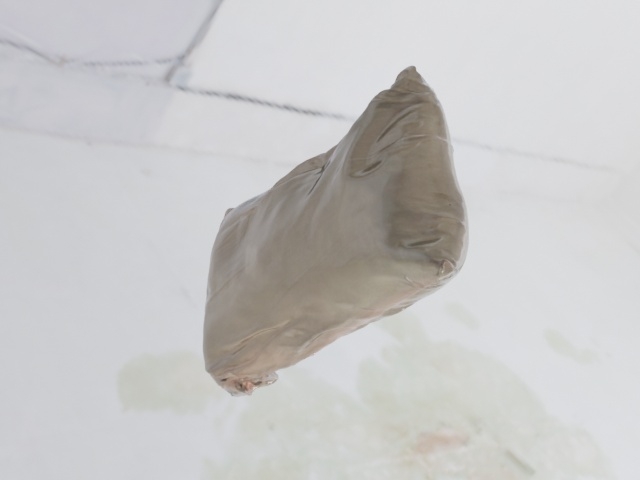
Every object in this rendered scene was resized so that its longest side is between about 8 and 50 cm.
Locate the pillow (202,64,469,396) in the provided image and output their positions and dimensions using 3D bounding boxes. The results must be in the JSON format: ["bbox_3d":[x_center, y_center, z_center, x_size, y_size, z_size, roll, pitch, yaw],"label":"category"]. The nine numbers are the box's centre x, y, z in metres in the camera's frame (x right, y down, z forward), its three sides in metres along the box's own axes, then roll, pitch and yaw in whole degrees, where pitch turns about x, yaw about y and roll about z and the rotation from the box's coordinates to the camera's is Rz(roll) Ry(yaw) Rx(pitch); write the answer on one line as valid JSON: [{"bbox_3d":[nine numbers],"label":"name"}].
[{"bbox_3d":[0.000,0.000,0.753,0.067,0.270,0.173,24,-127,-27],"label":"pillow"}]
